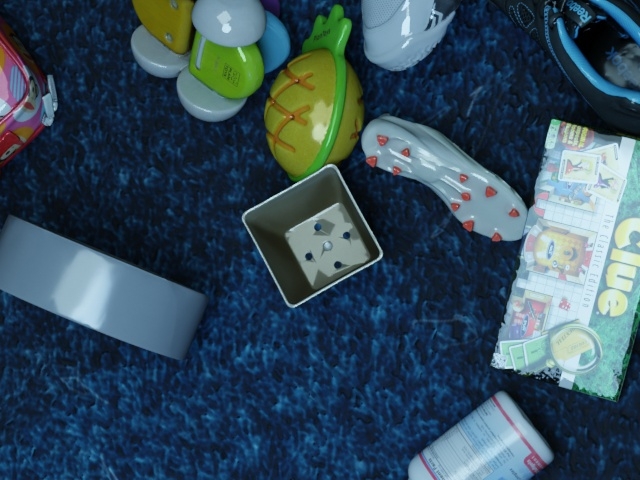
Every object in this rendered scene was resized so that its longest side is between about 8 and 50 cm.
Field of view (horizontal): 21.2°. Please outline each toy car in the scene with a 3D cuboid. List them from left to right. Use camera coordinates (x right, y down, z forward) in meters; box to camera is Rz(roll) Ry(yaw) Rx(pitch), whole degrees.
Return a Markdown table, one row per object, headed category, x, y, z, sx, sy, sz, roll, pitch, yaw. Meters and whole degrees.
| category | x | y | z | sx | sy | sz | roll | pitch | yaw |
| --- | --- | --- | --- | --- | --- | --- | --- | --- | --- |
| toy car | -0.106 | -0.226 | 1.773 | 0.136 | 0.159 | 0.182 | -30 | 62 | -35 |

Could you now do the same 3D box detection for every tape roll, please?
| category | x | y | z | sx | sy | sz | roll | pitch | yaw |
| --- | --- | --- | --- | --- | --- | --- | --- | --- | --- |
| tape roll | -0.223 | 0.047 | 1.712 | 0.219 | 0.219 | 0.072 | 22 | 88 | 12 |

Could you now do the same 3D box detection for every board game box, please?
| category | x | y | z | sx | sy | sz | roll | pitch | yaw |
| --- | --- | --- | --- | --- | --- | --- | --- | --- | --- |
| board game box | 0.264 | 0.019 | 1.699 | 0.136 | 0.030 | 0.260 | 14 | 99 | 10 |

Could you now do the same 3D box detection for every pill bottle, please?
| category | x | y | z | sx | sy | sz | roll | pitch | yaw |
| --- | --- | --- | --- | --- | --- | --- | --- | --- | --- |
| pill bottle | 0.145 | 0.229 | 1.693 | 0.160 | 0.087 | 0.087 | -39 | 79 | 4 |

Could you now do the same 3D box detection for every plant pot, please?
| category | x | y | z | sx | sy | sz | roll | pitch | yaw |
| --- | --- | --- | --- | --- | --- | --- | --- | --- | --- |
| plant pot | 0.000 | 0.000 | 1.740 | 0.109 | 0.096 | 0.109 | -29 | 80 | 6 |

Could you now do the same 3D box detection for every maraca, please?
| category | x | y | z | sx | sy | sz | roll | pitch | yaw |
| --- | --- | --- | --- | --- | --- | --- | --- | --- | --- |
| maraca | -0.003 | -0.149 | 1.753 | 0.099 | 0.127 | 0.186 | 14 | 76 | -26 |

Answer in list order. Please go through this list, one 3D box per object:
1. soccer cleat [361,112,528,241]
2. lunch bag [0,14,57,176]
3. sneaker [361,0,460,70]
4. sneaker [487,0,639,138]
| category | x | y | z | sx | sy | sz | roll | pitch | yaw |
| --- | --- | --- | --- | --- | --- | --- | --- | --- | --- |
| soccer cleat | 0.133 | -0.070 | 1.744 | 0.196 | 0.076 | 0.068 | 31 | 124 | -2 |
| lunch bag | -0.436 | -0.126 | 1.820 | 0.293 | 0.120 | 0.258 | -40 | 79 | 3 |
| sneaker | 0.047 | -0.361 | 1.680 | 0.210 | 0.137 | 0.366 | 12 | 89 | -30 |
| sneaker | 0.248 | -0.247 | 1.704 | 0.125 | 0.139 | 0.341 | -43 | 77 | 5 |
